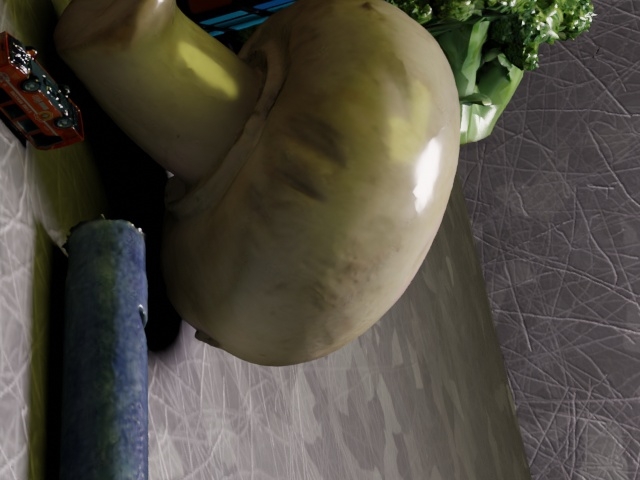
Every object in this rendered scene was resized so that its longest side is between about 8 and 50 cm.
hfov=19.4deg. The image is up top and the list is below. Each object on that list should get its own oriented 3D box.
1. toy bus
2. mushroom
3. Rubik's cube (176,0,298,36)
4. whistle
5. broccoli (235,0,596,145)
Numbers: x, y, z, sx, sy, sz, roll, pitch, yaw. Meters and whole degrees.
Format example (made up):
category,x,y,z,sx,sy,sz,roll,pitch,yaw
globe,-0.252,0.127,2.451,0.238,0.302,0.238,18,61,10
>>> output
category,x,y,z,sx,sy,sz,roll,pitch,yaw
toy bus,-0.200,-0.099,1.272,0.110,0.043,0.031,54,20,-56
mushroom,-0.015,-0.079,1.490,0.315,0.315,0.356,-87,171,-57
Rubik's cube,-0.097,-0.275,1.691,0.162,0.160,0.163,-10,85,-78
whistle,-0.143,0.117,1.228,0.062,0.062,0.304,62,18,-49
broccoli,0.086,-0.253,2.018,0.321,0.413,0.310,39,-50,31
